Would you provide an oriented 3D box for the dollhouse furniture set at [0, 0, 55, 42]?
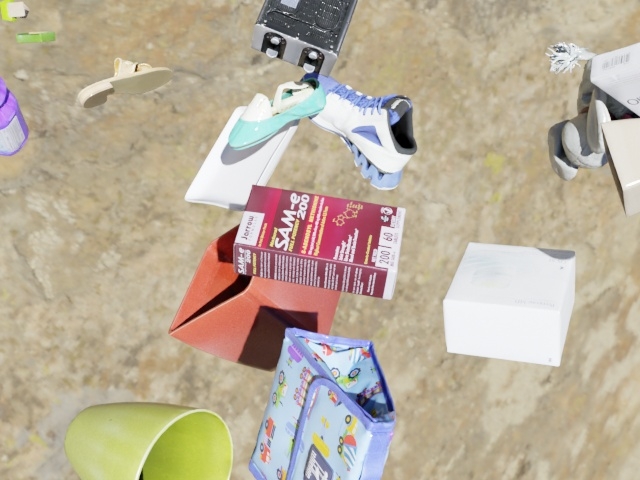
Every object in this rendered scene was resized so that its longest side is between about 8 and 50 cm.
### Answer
[{"bbox_3d":[-0.500,-0.415,1.445,0.076,0.058,0.152,-34,123,-62],"label":"dollhouse furniture set"}]

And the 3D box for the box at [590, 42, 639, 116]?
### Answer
[{"bbox_3d":[0.676,-0.269,1.520,0.322,0.232,0.059,21,72,-34],"label":"box"}]

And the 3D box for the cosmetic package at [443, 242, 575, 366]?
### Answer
[{"bbox_3d":[0.386,0.122,1.712,0.225,0.224,0.138,-56,144,-50],"label":"cosmetic package"}]

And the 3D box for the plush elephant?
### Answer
[{"bbox_3d":[0.600,-0.245,1.729,0.272,0.329,0.256,111,-6,-84],"label":"plush elephant"}]

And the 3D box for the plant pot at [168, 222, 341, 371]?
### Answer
[{"bbox_3d":[-0.110,0.119,1.755,0.235,0.267,0.267,41,43,-22],"label":"plant pot"}]

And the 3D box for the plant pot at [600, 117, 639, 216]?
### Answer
[{"bbox_3d":[0.460,-0.112,1.193,0.109,0.096,0.109,44,33,-60],"label":"plant pot"}]

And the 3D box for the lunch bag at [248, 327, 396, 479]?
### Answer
[{"bbox_3d":[0.022,0.274,1.077,0.138,0.293,0.221,11,103,-19],"label":"lunch bag"}]

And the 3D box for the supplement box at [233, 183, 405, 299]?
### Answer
[{"bbox_3d":[0.000,0.000,1.270,0.073,0.239,0.130,94,6,-49],"label":"supplement box"}]

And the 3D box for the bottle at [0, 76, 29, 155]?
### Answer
[{"bbox_3d":[-0.641,-0.257,1.633,0.092,0.118,0.283,-63,-178,-19],"label":"bottle"}]

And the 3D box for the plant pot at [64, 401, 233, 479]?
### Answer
[{"bbox_3d":[-0.380,0.442,1.735,0.274,0.293,0.275,-20,114,-52],"label":"plant pot"}]

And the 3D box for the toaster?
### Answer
[{"bbox_3d":[-0.031,-0.421,1.610,0.110,0.168,0.186,122,-13,-65],"label":"toaster"}]

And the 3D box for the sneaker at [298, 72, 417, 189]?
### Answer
[{"bbox_3d":[0.106,-0.280,1.858,0.127,0.315,0.182,-39,175,-43],"label":"sneaker"}]

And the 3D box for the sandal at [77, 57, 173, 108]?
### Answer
[{"bbox_3d":[-0.433,-0.362,1.842,0.240,0.079,0.088,-29,171,-40],"label":"sandal"}]

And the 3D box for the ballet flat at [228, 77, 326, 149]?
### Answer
[{"bbox_3d":[-0.095,-0.272,1.738,0.247,0.083,0.087,-30,129,-26],"label":"ballet flat"}]

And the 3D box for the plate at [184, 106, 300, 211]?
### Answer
[{"bbox_3d":[-0.177,-0.190,1.996,0.045,0.278,0.277,37,75,-36],"label":"plate"}]
